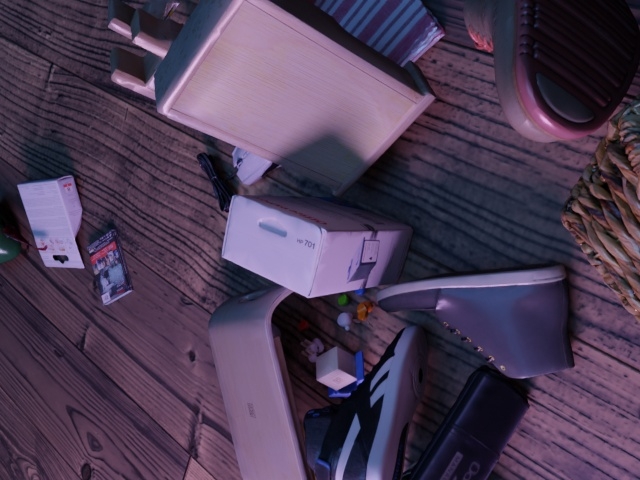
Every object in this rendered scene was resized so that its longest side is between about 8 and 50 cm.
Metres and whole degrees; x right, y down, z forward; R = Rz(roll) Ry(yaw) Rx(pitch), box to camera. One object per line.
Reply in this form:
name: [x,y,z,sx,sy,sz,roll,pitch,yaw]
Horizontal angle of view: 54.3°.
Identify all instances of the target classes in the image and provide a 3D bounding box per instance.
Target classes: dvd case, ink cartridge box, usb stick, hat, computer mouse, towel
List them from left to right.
hat: [-0.644,0.004,1.332,0.208,0.183,0.173,-96,15,-52]
ink cartridge box: [-0.521,-0.036,1.242,0.145,0.045,0.179,0,111,36]
dvd case: [-0.390,0.050,1.155,0.087,0.013,0.119,-27,76,35]
computer mouse: [-0.105,-0.122,0.911,0.193,0.042,0.106,-31,74,34]
ink cartridge box: [0.000,0.000,0.748,0.139,0.190,0.082,22,106,34]
towel: [0.054,-0.280,0.793,0.144,0.029,0.197,-43,66,30]
usb stick: [0.130,0.265,0.673,0.077,0.045,0.278,37,79,-9]

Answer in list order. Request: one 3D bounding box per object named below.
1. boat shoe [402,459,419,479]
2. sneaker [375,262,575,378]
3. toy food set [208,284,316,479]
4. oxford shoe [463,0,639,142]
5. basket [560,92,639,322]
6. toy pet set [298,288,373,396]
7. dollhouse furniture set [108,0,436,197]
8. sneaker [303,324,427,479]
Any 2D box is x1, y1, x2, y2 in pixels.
boat shoe: [0.175,0.420,0.695,0.127,0.113,0.340,-36,73,33]
sneaker: [0.165,0.095,0.699,0.222,0.083,0.118,-9,88,36]
toy food set: [-0.052,0.216,0.847,0.219,0.092,0.306,-17,86,60]
oxford shoe: [0.194,-0.197,0.563,0.123,0.348,0.130,34,141,-16]
basket: [0.351,-0.020,0.430,0.299,0.213,0.223,49,147,24]
toy pet set: [0.036,0.141,0.829,0.122,0.065,0.114,-35,38,30]
dollhouse furniture set: [-0.061,-0.283,0.772,0.362,0.256,0.394,-45,43,29]
sneaker: [0.046,0.185,0.724,0.121,0.217,0.079,-3,133,29]
